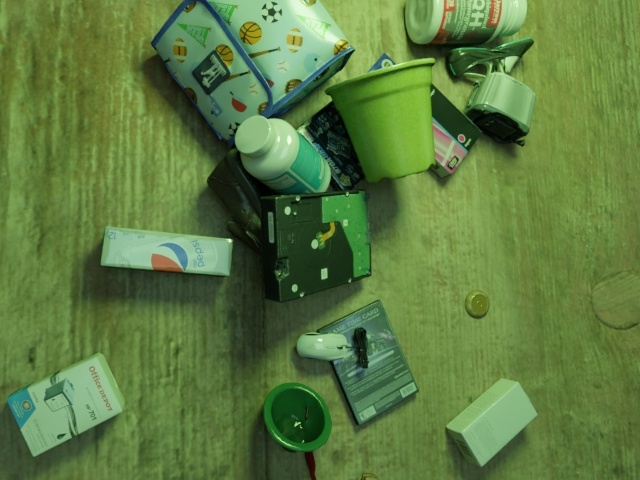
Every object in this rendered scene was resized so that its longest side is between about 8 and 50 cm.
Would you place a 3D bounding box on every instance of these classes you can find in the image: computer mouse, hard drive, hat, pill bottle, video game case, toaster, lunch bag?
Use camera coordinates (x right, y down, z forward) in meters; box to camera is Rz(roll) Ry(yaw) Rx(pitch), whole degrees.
[{"bbox_3d":[0.036,0.275,1.279,0.193,0.042,0.106,3,84,-17],"label":"computer mouse"},{"bbox_3d":[0.000,0.000,1.211,0.339,0.064,0.236,-11,103,-46],"label":"hard drive"},{"bbox_3d":[-0.077,0.496,1.258,0.173,0.183,0.208,3,42,-24],"label":"hat"},{"bbox_3d":[0.423,-0.661,1.448,0.319,0.176,0.176,-8,87,-18],"label":"pill bottle"},{"bbox_3d":[0.130,0.323,1.339,0.196,0.026,0.274,-23,91,-18],"label":"video game case"},{"bbox_3d":[0.540,-0.391,1.484,0.227,0.129,0.146,23,76,-12],"label":"toaster"},{"bbox_3d":[-0.090,-0.192,1.190,0.146,0.264,0.146,-9,69,24],"label":"pill bottle"},{"bbox_3d":[-0.166,-0.461,1.224,0.385,0.239,0.328,-37,97,-1],"label":"lunch bag"}]

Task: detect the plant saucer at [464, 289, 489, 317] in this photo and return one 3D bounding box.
[{"bbox_3d":[0.461,0.185,1.460,0.083,0.015,0.083,2,84,-17],"label":"plant saucer"}]

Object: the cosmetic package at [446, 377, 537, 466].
[{"bbox_3d":[0.478,0.503,1.399,0.231,0.085,0.117,-32,94,-19],"label":"cosmetic package"}]

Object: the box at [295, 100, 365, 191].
[{"bbox_3d":[0.055,-0.257,1.359,0.175,0.051,0.220,-43,98,-17],"label":"box"}]

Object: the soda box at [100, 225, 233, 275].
[{"bbox_3d":[-0.357,0.030,1.179,0.286,0.098,0.091,7,83,-17],"label":"soda box"}]

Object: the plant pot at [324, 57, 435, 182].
[{"bbox_3d":[0.175,-0.287,1.255,0.276,0.276,0.253,-18,100,-18],"label":"plant pot"}]

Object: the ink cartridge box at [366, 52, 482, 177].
[{"bbox_3d":[0.279,-0.365,1.437,0.371,0.069,0.175,40,75,-7],"label":"ink cartridge box"}]

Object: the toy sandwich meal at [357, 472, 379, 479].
[{"bbox_3d":[0.125,0.650,1.301,0.086,0.029,0.085,2,84,-17],"label":"toy sandwich meal"}]

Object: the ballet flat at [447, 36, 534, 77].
[{"bbox_3d":[0.516,-0.544,1.517,0.281,0.095,0.096,-12,98,-8],"label":"ballet flat"}]

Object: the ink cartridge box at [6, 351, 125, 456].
[{"bbox_3d":[-0.550,0.353,1.095,0.191,0.082,0.139,-25,92,-16],"label":"ink cartridge box"}]

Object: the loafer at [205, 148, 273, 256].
[{"bbox_3d":[-0.158,-0.044,1.251,0.130,0.134,0.366,-26,96,19],"label":"loafer"}]
